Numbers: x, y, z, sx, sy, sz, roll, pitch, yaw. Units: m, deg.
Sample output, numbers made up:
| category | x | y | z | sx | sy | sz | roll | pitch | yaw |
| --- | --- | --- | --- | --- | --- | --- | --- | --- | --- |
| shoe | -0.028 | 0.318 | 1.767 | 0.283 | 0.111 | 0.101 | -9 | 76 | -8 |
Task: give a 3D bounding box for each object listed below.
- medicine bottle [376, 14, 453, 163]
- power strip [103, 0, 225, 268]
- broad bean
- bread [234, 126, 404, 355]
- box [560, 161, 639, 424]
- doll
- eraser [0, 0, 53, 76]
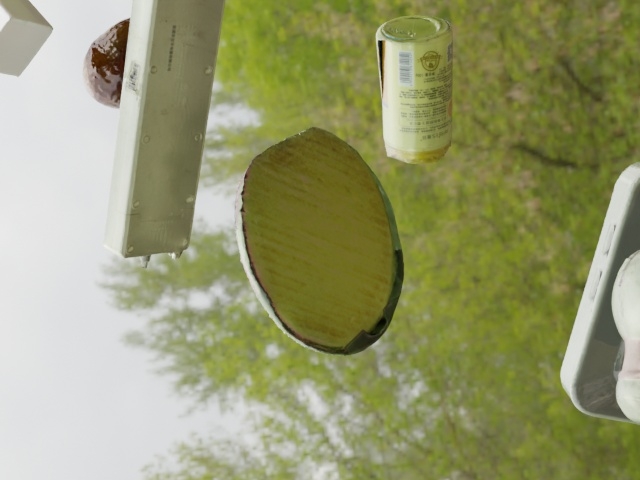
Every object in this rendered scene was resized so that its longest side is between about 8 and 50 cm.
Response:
| category | x | y | z | sx | sy | sz | roll | pitch | yaw |
| --- | --- | --- | --- | --- | --- | --- | --- | --- | --- |
| medicine bottle | 0.157 | -0.240 | 1.832 | 0.124 | 0.124 | 0.238 | -73 | -18 | -56 |
| power strip | -0.178 | -0.140 | 1.276 | 0.106 | 0.043 | 0.367 | -6 | -67 | -46 |
| broad bean | -0.225 | -0.231 | 1.441 | 0.084 | 0.165 | 0.114 | 174 | 83 | -84 |
| bread | 0.000 | 0.000 | 1.082 | 0.228 | 0.033 | 0.228 | 17 | -114 | -43 |
| box | 0.555 | 0.093 | 1.578 | 0.090 | 0.367 | 0.373 | -112 | 34 | -73 |
| doll | 0.412 | 0.112 | 1.376 | 0.155 | 0.113 | 0.275 | 159 | 106 | -78 |
| eraser | -0.443 | -0.323 | 1.331 | 0.298 | 0.078 | 0.076 | 47 | -161 | 19 |
